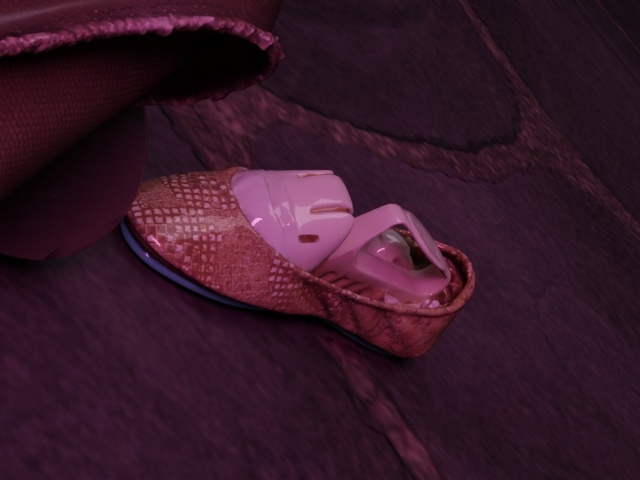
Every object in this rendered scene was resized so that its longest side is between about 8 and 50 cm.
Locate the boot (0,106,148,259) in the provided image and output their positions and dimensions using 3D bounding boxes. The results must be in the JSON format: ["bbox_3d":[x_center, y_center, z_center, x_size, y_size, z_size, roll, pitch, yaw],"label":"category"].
[{"bbox_3d":[-0.160,-0.129,0.576,0.305,0.112,0.115,56,-3,-1],"label":"boot"}]

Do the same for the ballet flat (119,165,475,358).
[{"bbox_3d":[0.000,0.000,0.703,0.206,0.067,0.073,20,37,-51],"label":"ballet flat"}]

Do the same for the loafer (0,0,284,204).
[{"bbox_3d":[-0.143,-0.029,0.386,0.366,0.133,0.130,-14,91,-46],"label":"loafer"}]
